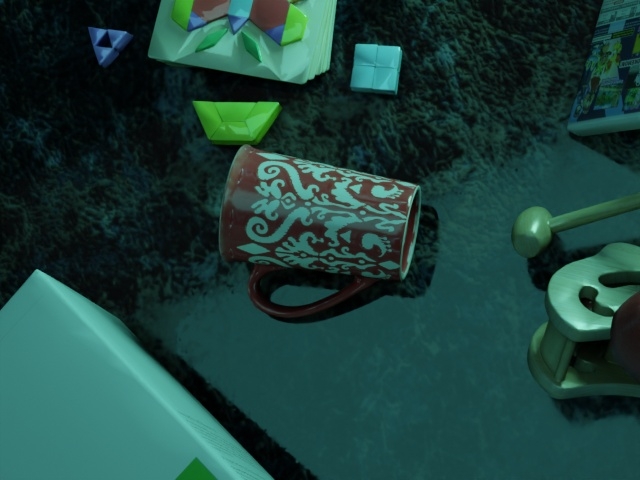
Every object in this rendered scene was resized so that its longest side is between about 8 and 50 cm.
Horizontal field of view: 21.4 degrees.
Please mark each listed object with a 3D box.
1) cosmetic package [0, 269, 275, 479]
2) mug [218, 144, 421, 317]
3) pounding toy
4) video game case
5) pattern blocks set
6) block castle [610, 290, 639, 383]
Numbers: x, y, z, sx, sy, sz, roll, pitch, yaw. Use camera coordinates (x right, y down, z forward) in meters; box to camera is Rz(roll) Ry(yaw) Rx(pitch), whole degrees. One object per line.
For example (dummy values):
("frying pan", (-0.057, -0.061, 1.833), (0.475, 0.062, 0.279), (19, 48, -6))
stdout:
("cosmetic package", (-0.175, 0.218, 1.485), (0.365, 0.155, 0.197), (40, 89, 33))
("mug", (0.002, -0.008, 1.583), (0.169, 0.150, 0.113), (9, 44, 10))
("pounding toy", (0.273, 0.052, 1.438), (0.270, 0.154, 0.154), (23, 126, 16))
("video game case", (0.302, -0.187, 1.503), (0.023, 0.201, 0.183), (20, 82, -22))
("pattern blocks set", (-0.075, -0.234, 1.674), (0.325, 0.026, 0.285), (-5, 77, 12))
("block castle", (0.484, 0.066, 1.337), (0.453, 0.213, 0.303), (28, 61, 1))
